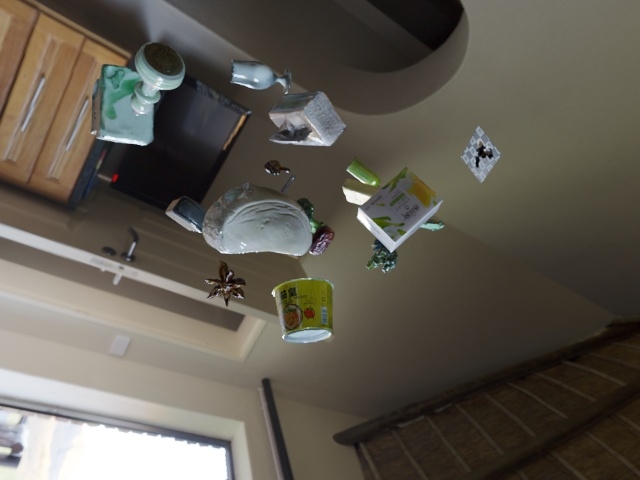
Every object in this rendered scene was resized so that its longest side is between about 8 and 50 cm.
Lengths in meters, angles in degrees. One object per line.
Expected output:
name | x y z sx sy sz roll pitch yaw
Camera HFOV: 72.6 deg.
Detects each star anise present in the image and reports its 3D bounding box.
star anise | -0.444 0.213 2.085 0.111 0.195 0.213 -4 113 -80

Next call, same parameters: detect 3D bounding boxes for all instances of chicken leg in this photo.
chicken leg | -0.229 -0.379 2.276 0.053 0.093 0.205 -50 174 30

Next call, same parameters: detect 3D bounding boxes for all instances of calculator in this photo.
calculator | -0.212 -0.212 2.200 0.165 0.028 0.274 -41 -162 51

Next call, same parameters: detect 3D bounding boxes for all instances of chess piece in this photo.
chess piece | -0.529 -0.472 1.347 0.271 0.139 0.139 -30 -137 47

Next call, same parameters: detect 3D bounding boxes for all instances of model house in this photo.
model house | -0.793 -0.512 1.702 0.324 0.193 0.268 11 -82 50

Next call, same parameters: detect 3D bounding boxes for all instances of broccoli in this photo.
broccoli | -0.096 -0.109 2.587 0.297 0.297 0.298 -159 -90 -77
broccoli | 0.277 0.072 1.988 0.160 0.154 0.167 -44 -110 28

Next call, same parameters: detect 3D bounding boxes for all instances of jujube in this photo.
jujube | 0.000 0.000 1.705 0.129 0.077 0.077 -55 -153 15

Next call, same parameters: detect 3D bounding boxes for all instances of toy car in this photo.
toy car | 0.428 -0.065 1.718 0.059 0.121 0.035 134 -39 -67

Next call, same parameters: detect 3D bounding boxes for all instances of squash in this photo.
squash | 0.235 -0.348 2.292 0.095 0.188 0.095 -50 175 -6

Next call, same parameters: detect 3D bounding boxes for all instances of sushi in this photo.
sushi | 0.597 -0.316 1.601 0.139 0.031 0.201 60 -13 19

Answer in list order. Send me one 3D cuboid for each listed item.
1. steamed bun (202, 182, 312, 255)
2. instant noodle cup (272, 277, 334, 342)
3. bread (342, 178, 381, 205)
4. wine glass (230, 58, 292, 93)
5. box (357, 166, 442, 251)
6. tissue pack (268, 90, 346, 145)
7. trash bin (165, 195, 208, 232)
steamed bun | -0.209 -0.076 1.538 0.247 0.383 0.237 21 -74 51
instant noodle cup | -0.074 0.361 2.192 0.325 0.325 0.254 -37 -128 44
bread | 0.207 -0.219 2.078 0.188 0.125 0.068 21 -112 27
wine glass | -0.222 -0.610 1.614 0.103 0.221 0.103 -177 -90 -67
box | 0.295 -0.117 1.634 0.260 0.194 0.111 -41 164 -15
tissue pack | -0.085 -0.506 1.922 0.305 0.238 0.239 19 -96 52
trash bin | -0.608 -0.118 2.013 0.236 0.176 0.101 5 -119 57
